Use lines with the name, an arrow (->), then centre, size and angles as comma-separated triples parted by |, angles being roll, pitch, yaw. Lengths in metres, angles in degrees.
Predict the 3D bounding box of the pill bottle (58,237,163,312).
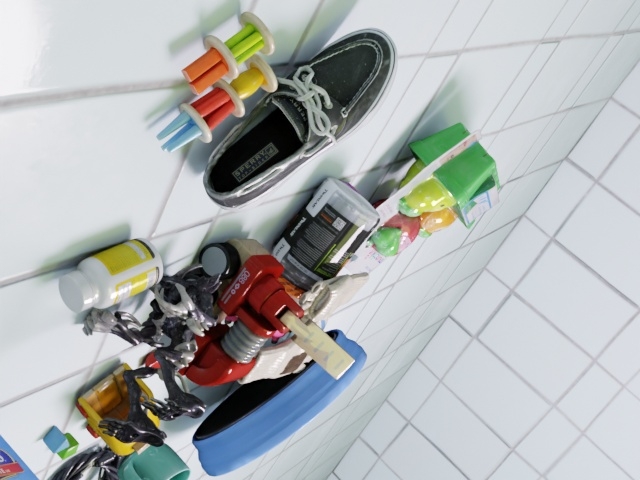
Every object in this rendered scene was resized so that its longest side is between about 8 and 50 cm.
pill bottle -> -0.253, 0.044, 1.026 | 0.116, 0.065, 0.065 | -27, 152, -46

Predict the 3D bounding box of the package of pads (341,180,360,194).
package of pads -> 0.030, -0.062, 1.483 | 0.083, 0.032, 0.050 | -51, 164, 11

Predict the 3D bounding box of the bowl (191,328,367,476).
bowl -> -0.088, 0.310, 1.685 | 0.391, 0.077, 0.391 | -36, -176, 3

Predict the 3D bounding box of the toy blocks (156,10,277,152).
toy blocks -> -0.119, -0.164, 0.922 | 0.148, 0.054, 0.123 | -41, 161, -17

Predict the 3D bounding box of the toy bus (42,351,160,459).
toy bus -> -0.303, 0.281, 1.329 | 0.191, 0.104, 0.202 | -54, 160, 19

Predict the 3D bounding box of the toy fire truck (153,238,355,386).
toy fire truck -> -0.095, 0.145, 1.286 | 0.217, 0.246, 0.158 | -53, 159, 16

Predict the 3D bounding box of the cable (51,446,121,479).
cable -> -0.416, 0.432, 1.476 | 0.151, 0.047, 0.184 | -26, 152, -47

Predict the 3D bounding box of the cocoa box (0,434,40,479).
cocoa box -> -0.495, 0.432, 1.017 | 0.347, 0.228, 0.231 | -50, 163, 5

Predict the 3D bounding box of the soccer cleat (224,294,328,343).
soccer cleat -> -0.068, 0.102, 1.516 | 0.143, 0.116, 0.331 | -69, 159, 0

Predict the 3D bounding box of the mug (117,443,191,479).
mug -> -0.324, 0.439, 1.611 | 0.129, 0.097, 0.157 | -33, 156, -34

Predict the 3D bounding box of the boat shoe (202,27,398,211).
boat shoe -> -0.025, -0.157, 1.049 | 0.306, 0.113, 0.105 | -37, 175, -2

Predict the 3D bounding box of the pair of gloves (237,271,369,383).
pair of gloves -> -0.018, 0.148, 1.430 | 0.240, 0.042, 0.204 | -51, 161, 15

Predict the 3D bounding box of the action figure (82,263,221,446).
action figure -> -0.213, 0.118, 1.115 | 0.164, 0.275, 0.141 | -29, 130, 23

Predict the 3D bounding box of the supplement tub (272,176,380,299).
supplement tub -> 0.000, 0.000, 1.411 | 0.190, 0.117, 0.117 | -51, 161, 11

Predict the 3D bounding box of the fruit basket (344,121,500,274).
fruit basket -> 0.190, -0.050, 1.661 | 0.353, 0.165, 0.327 | -44, 161, 1
